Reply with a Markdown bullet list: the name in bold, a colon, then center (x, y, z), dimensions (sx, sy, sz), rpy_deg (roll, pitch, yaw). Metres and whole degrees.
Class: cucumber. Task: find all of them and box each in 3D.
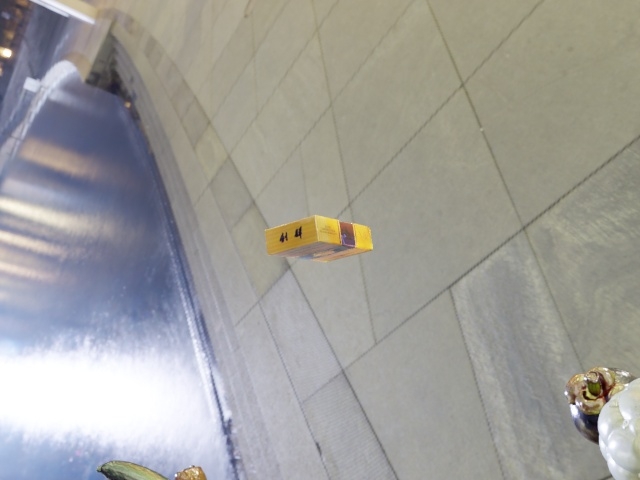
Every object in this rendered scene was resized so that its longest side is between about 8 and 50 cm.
- **cucumber**: center (-0.262, 0.432, 1.046), dimensions (0.284, 0.056, 0.056), rpy_deg (16, 86, 23)

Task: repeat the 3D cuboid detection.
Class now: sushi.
- **sushi**: center (-0.209, 0.384, 0.987), dimensions (0.047, 0.050, 0.099), rpy_deg (45, 142, 21)

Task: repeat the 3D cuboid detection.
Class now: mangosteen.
- **mangosteen**: center (0.748, 0.422, 1.625), dimensions (0.211, 0.250, 0.211), rpy_deg (-32, 33, 24)

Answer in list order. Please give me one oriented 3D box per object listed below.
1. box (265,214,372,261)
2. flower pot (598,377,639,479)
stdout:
- **box**: center (0.000, 0.001, 1.490), dimensions (0.152, 0.237, 0.070), rpy_deg (-16, 77, 34)
- **flower pot**: center (0.668, 0.388, 1.198), dimensions (0.195, 0.246, 0.246), rpy_deg (71, -153, -69)
